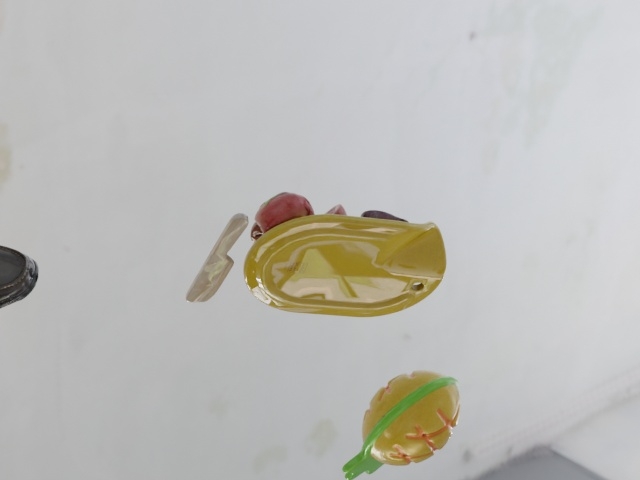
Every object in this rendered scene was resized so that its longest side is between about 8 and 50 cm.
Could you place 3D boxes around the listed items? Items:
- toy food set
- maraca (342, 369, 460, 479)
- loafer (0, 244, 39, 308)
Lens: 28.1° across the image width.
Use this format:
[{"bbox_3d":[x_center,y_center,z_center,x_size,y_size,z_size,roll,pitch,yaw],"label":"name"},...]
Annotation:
[{"bbox_3d":[0.000,0.000,1.111,0.218,0.071,0.128,6,-42,-18],"label":"toy food set"},{"bbox_3d":[0.096,0.225,1.530,0.127,0.099,0.185,0,-44,-49],"label":"maraca"},{"bbox_3d":[-0.302,0.020,0.982,0.061,0.170,0.062,77,-165,-53],"label":"loafer"}]
